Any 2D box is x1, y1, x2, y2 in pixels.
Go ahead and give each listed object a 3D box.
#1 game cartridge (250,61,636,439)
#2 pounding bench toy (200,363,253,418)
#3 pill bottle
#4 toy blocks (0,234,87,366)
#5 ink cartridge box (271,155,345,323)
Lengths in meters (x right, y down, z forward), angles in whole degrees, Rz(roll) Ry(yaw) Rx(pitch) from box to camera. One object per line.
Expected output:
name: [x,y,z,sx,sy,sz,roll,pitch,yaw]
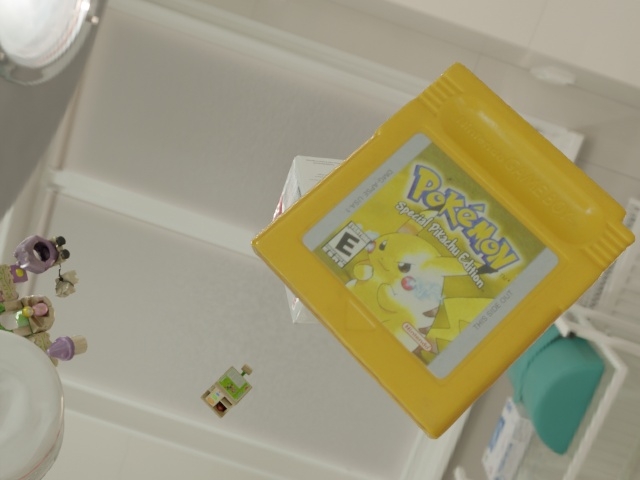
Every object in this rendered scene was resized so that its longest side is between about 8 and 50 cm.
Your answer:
game cartridge: [0.135,-0.002,0.805,0.323,0.285,0.053,-43,-13,-9]
pounding bench toy: [-0.156,0.256,1.288,0.065,0.052,0.083,-46,-3,40]
pill bottle: [-0.410,0.231,0.921,0.318,0.176,0.176,131,159,-62]
toy blocks: [-0.689,0.175,1.545,0.309,0.289,0.260,-25,-8,28]
ink cartridge box: [0.000,0.000,1.257,0.172,0.100,0.237,113,152,-43]
